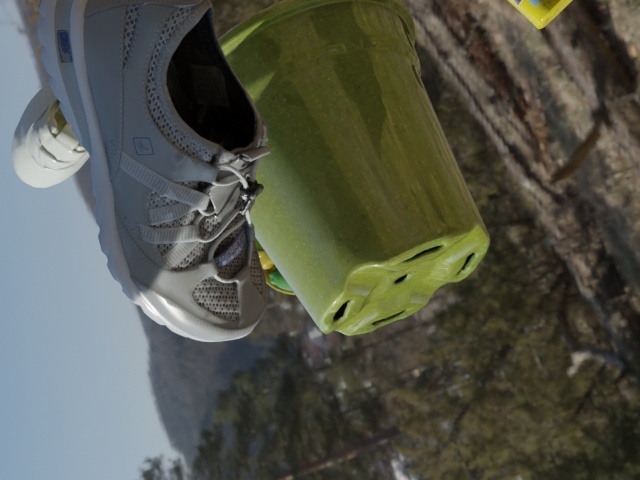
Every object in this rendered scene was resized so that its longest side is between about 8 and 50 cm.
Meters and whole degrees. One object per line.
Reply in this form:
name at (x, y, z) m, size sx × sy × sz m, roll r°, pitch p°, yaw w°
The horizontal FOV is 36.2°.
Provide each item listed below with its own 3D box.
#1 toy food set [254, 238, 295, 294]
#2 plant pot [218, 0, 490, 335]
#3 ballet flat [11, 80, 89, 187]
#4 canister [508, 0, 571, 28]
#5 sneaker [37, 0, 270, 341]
toy food set at (0.000, 0.000, 1.111) m, size 0.071 × 0.218 × 0.128 m, roll 5°, pitch -95°, yaw -64°
plant pot at (0.026, -0.058, 0.949) m, size 0.254 × 0.276 × 0.276 m, roll 62°, pitch 170°, yaw 22°
ballet flat at (-0.390, -0.224, 1.627) m, size 0.139 × 0.400 × 0.139 m, roll 40°, pitch -162°, yaw -16°
canister at (0.313, -0.419, 1.482) m, size 0.170 × 0.126 × 0.073 m, roll 46°, pitch -178°, yaw 9°
sneaker at (-0.082, -0.038, 0.630) m, size 0.105 × 0.115 × 0.281 m, roll -57°, pitch -39°, yaw -40°
